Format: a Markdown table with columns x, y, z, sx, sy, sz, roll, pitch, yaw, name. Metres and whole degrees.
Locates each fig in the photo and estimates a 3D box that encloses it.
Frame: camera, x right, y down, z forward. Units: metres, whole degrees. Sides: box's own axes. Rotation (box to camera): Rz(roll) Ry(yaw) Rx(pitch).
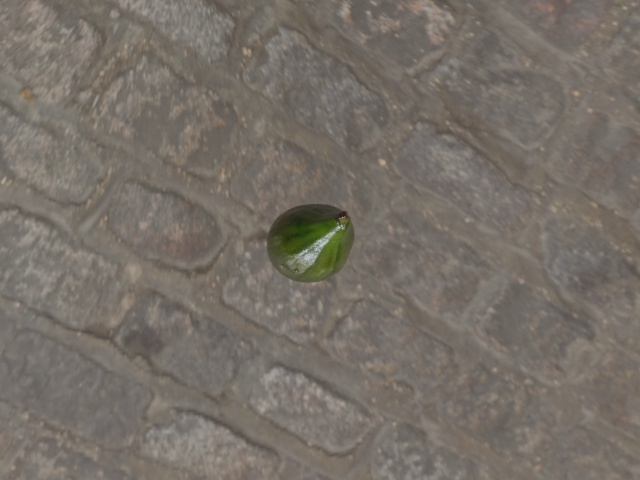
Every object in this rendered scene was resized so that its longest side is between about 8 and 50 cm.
| x | y | z | sx | sy | sz | roll | pitch | yaw | name |
| --- | --- | --- | --- | --- | --- | --- | --- | --- | --- |
| 0.000 | 0.000 | 1.363 | 0.117 | 0.177 | 0.117 | 2 | 85 | -24 | fig |
